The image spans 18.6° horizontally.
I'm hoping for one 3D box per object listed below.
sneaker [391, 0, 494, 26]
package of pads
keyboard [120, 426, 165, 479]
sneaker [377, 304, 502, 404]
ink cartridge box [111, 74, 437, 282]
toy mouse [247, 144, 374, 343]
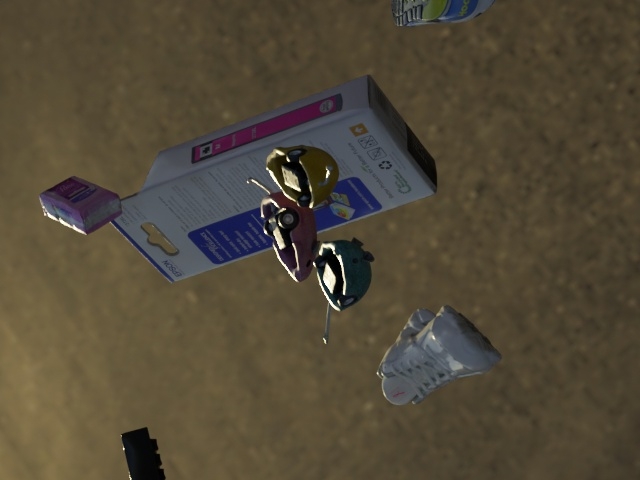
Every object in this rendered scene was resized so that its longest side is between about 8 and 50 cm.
[{"bbox_3d":[0.100,-0.208,1.661,0.144,0.059,0.053,-151,59,-68],"label":"sneaker"},{"bbox_3d":[-0.246,-0.037,2.003,0.083,0.050,0.032,23,134,47],"label":"package of pads"},{"bbox_3d":[-0.111,0.304,1.567,0.201,0.033,0.317,87,167,-76],"label":"keyboard"},{"bbox_3d":[0.124,0.140,2.161,0.090,0.115,0.232,44,170,-4],"label":"sneaker"},{"bbox_3d":[-0.064,-0.067,2.327,0.176,0.371,0.069,49,-152,-45],"label":"ink cartridge box"},{"bbox_3d":[0.000,0.000,1.298,0.161,0.031,0.143,22,131,61],"label":"toy mouse"}]
